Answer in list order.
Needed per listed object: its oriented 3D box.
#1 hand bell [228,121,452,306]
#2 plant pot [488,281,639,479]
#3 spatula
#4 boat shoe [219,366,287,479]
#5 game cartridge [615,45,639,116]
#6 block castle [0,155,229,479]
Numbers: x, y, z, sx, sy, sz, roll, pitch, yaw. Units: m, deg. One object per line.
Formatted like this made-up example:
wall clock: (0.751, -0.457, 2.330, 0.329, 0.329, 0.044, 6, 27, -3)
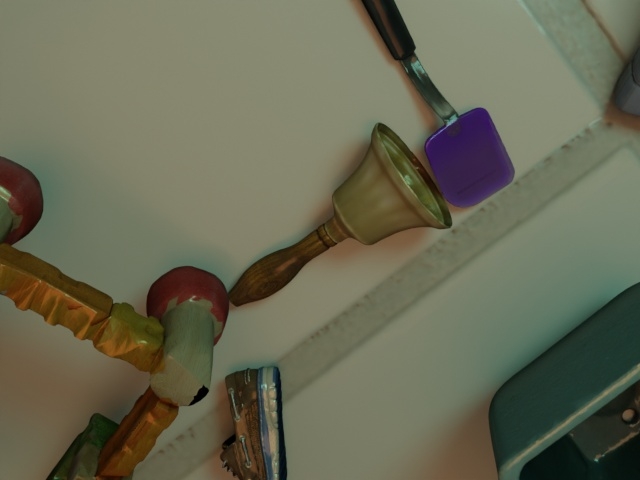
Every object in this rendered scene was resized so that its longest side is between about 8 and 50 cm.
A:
hand bell: (0.000, 0.000, 0.833, 0.242, 0.126, 0.126, -35, 98, 18)
plant pot: (0.313, 0.180, 0.775, 0.247, 0.252, 0.248, -40, 98, 8)
spatula: (0.101, -0.169, 0.823, 0.084, 0.030, 0.296, -33, 97, -8)
boat shoe: (-0.074, 0.229, 0.887, 0.066, 0.066, 0.183, -2, 91, 6)
game cartridge: (0.493, -0.167, 0.747, 0.355, 0.068, 0.230, 15, 143, -2)
block castle: (-0.326, 0.171, 0.806, 0.303, 0.213, 0.453, 32, 106, -17)
